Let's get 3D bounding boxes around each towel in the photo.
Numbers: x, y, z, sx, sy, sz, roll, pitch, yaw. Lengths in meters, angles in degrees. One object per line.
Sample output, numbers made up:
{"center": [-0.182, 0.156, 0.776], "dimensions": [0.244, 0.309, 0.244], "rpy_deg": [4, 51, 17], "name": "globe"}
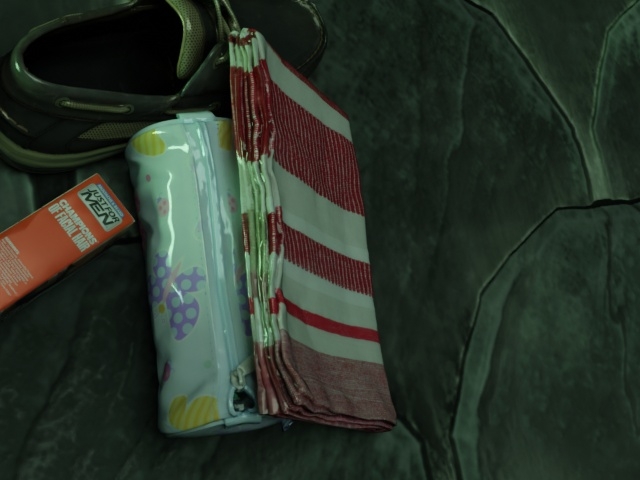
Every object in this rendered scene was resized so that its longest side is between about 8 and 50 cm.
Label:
{"center": [0.000, 0.000, 0.794], "dimensions": [0.237, 0.037, 0.328], "rpy_deg": [30, 50, -62], "name": "towel"}

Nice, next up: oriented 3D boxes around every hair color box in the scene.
{"center": [-0.236, 0.022, 0.701], "dimensions": [0.167, 0.093, 0.053], "rpy_deg": [-40, 94, -32], "name": "hair color box"}

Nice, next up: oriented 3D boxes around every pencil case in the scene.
{"center": [-0.096, 0.032, 0.755], "dimensions": [0.114, 0.124, 0.273], "rpy_deg": [-9, 74, -4], "name": "pencil case"}

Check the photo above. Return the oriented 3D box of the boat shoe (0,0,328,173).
{"center": [-0.124, -0.158, 0.804], "dimensions": [0.355, 0.130, 0.132], "rpy_deg": [-27, 86, -33], "name": "boat shoe"}
